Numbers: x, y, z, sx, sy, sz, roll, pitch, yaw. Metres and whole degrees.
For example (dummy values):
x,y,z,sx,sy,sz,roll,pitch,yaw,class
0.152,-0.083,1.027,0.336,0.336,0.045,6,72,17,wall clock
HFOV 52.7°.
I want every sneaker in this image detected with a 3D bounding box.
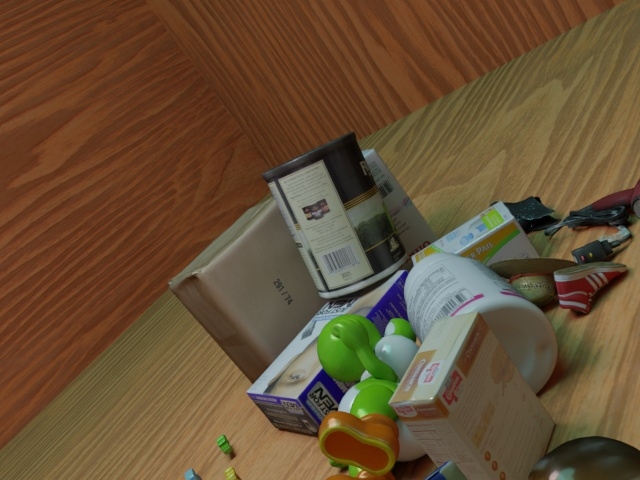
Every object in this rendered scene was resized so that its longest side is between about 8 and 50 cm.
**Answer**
x,y,z,sx,sy,sz,roll,pitch,yaw,class
0.408,-0.057,1.302,0.089,0.051,0.170,-34,19,10,sneaker
0.400,0.070,0.954,0.118,0.067,0.042,-9,6,-15,sneaker

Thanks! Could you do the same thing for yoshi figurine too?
x,y,z,sx,sy,sz,roll,pitch,yaw,class
0.053,0.225,0.966,0.203,0.203,0.362,-37,10,25,yoshi figurine

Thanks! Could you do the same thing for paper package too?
x,y,z,sx,sy,sz,roll,pitch,yaw,class
-0.107,0.110,1.419,0.168,0.325,0.309,-18,24,52,paper package

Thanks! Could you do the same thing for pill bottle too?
x,y,z,sx,sy,sz,roll,pitch,yaw,class
0.220,0.117,0.966,0.160,0.160,0.283,-35,14,4,pill bottle

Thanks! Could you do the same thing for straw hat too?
x,y,z,sx,sy,sz,roll,pitch,yaw,class
0.336,0.073,1.019,0.144,0.144,0.061,-18,63,52,straw hat

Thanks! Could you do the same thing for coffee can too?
x,y,z,sx,sy,sz,roll,pitch,yaw,class
0.031,-0.051,1.295,0.201,0.275,0.201,-24,9,4,coffee can

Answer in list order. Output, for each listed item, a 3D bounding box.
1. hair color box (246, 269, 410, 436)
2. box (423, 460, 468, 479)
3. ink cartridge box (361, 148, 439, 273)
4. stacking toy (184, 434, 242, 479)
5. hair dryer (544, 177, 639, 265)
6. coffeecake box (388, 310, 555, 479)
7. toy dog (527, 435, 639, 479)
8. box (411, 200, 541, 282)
x,y,z,sx,sy,sz,roll,pitch,yaw,class
0.039,0.205,1.224,0.339,0.110,0.185,-47,19,-31,hair color box
-0.012,0.226,0.391,0.225,0.036,0.136,-19,-30,-35,box
0.110,-0.038,1.477,0.201,0.278,0.117,-38,11,-7,ink cartridge box
-0.220,0.454,1.170,0.167,0.052,0.221,-37,12,-10,stacking toy
0.511,-0.079,1.068,0.293,0.080,0.223,-32,14,15,hair dryer
0.180,0.200,0.746,0.068,0.185,0.142,-21,21,46,coffeecake box
0.136,0.326,0.398,0.408,0.284,0.395,-39,-22,-3,toy dog
0.282,0.035,1.191,0.203,0.103,0.114,-33,14,13,box
